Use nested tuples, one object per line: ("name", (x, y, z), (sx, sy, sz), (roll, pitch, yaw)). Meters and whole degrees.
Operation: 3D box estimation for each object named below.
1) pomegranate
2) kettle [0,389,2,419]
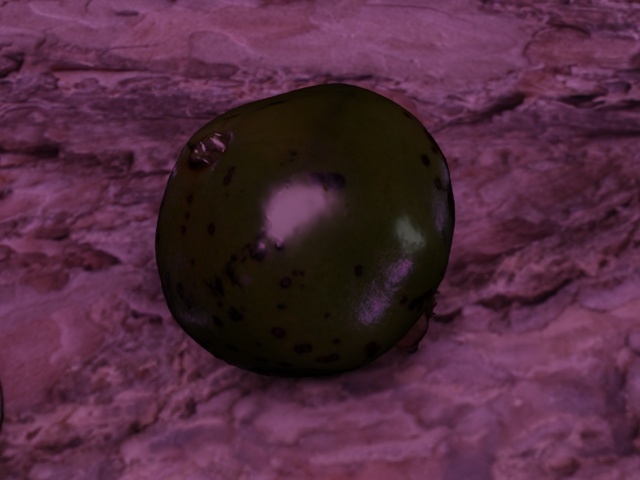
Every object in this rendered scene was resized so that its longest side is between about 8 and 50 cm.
("pomegranate", (0.000, 0.000, 0.739), (0.270, 0.254, 0.254), (34, 66, -21))
("kettle", (-0.369, 0.114, 0.658), (0.265, 0.318, 0.205), (24, 68, 14))
